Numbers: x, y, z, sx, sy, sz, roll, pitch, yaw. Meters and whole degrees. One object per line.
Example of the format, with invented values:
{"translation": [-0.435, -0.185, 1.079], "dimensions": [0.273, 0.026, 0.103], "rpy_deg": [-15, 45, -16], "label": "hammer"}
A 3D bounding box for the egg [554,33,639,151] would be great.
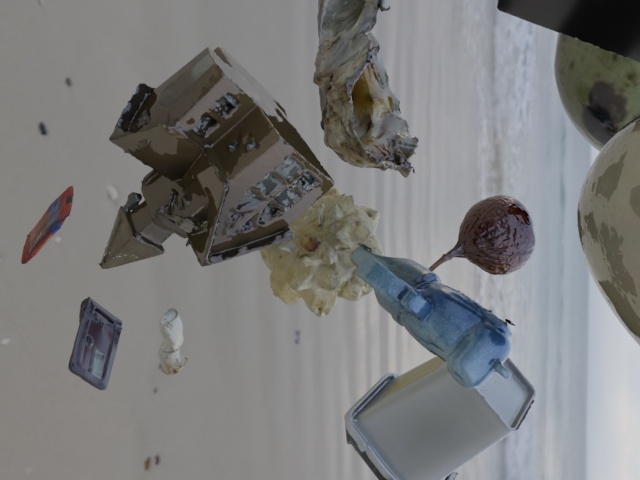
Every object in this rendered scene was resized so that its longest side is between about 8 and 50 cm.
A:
{"translation": [0.581, -0.294, 1.129], "dimensions": [0.428, 0.345, 0.345], "rpy_deg": [52, 44, -48], "label": "egg"}

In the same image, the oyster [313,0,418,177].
{"translation": [0.054, -0.250, 0.963], "dimensions": [0.198, 0.133, 0.336], "rpy_deg": [45, 38, -68], "label": "oyster"}

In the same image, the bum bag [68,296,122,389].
{"translation": [-0.433, 0.199, 1.279], "dimensions": [0.109, 0.026, 0.159], "rpy_deg": [55, 28, -45], "label": "bum bag"}

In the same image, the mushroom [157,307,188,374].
{"translation": [-0.324, 0.223, 1.458], "dimensions": [0.059, 0.054, 0.202], "rpy_deg": [-50, 158, -44], "label": "mushroom"}

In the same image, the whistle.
{"translation": [0.131, 0.086, 0.827], "dimensions": [0.093, 0.269, 0.180], "rpy_deg": [-52, 138, -3], "label": "whistle"}

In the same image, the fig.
{"translation": [0.282, -0.001, 1.208], "dimensions": [0.134, 0.201, 0.146], "rpy_deg": [119, -44, -66], "label": "fig"}

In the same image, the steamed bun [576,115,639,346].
{"translation": [0.379, 0.022, 0.627], "dimensions": [0.324, 0.206, 0.324], "rpy_deg": [54, 6, -9], "label": "steamed bun"}

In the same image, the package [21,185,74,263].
{"translation": [-0.577, -0.031, 1.407], "dimensions": [0.022, 0.200, 0.083], "rpy_deg": [24, 40, -40], "label": "package"}

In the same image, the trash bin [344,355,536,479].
{"translation": [0.273, 0.393, 1.448], "dimensions": [0.296, 0.368, 0.256], "rpy_deg": [52, 37, 8], "label": "trash bin"}

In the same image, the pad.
{"translation": [0.333, -0.264, 0.772], "dimensions": [0.009, 0.265, 0.159], "rpy_deg": [-62, 166, -4], "label": "pad"}

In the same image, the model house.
{"translation": [-0.147, -0.056, 0.663], "dimensions": [0.176, 0.248, 0.181], "rpy_deg": [36, 17, -52], "label": "model house"}

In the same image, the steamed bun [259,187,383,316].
{"translation": [0.000, 0.000, 1.443], "dimensions": [0.292, 0.295, 0.137], "rpy_deg": [58, -4, 28], "label": "steamed bun"}
